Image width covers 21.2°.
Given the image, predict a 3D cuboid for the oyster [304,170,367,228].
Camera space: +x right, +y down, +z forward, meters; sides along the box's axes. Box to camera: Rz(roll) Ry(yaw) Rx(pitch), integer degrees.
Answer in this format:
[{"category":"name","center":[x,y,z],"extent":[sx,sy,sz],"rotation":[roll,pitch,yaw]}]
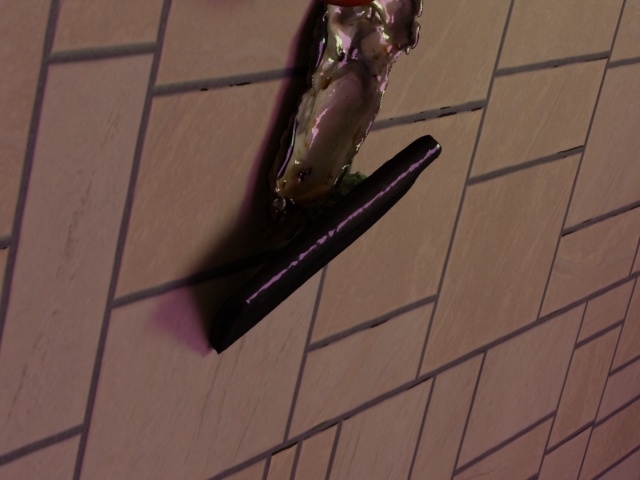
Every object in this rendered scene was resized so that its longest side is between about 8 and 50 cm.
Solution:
[{"category":"oyster","center":[0.021,-0.027,2.074],"extent":[0.098,0.037,0.100],"rotation":[-25,131,-53]}]

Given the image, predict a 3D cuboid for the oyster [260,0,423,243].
[{"category":"oyster","center":[0.007,-0.157,1.926],"extent":[0.129,0.079,0.345],"rotation":[22,92,-43]}]

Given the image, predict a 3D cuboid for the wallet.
[{"category":"wallet","center":[0.000,0.000,1.947],"extent":[0.321,0.044,0.170],"rotation":[-39,174,-24]}]

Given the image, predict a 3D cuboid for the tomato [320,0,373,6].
[{"category":"tomato","center":[0.024,-0.325,1.731],"extent":[0.187,0.151,0.187],"rotation":[-40,138,-51]}]
